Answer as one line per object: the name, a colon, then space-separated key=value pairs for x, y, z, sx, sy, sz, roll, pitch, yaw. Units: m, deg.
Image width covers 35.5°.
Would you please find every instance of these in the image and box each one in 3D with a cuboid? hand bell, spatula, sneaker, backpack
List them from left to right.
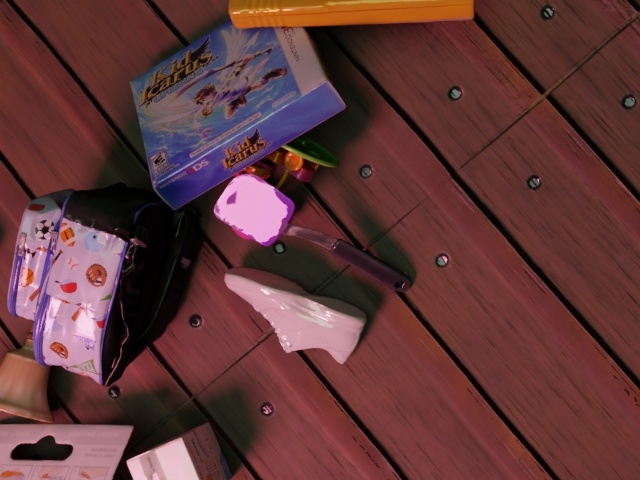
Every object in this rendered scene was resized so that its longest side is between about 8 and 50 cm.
hand bell: x=-0.419 y=0.135 z=1.483 sx=0.126 sy=0.126 sz=0.242 roll=14 pitch=79 yaw=11
backpack: x=-0.307 y=0.056 z=1.374 sx=0.213 sy=0.276 sz=0.263 roll=11 pitch=99 yaw=10
sneaker: x=-0.047 y=0.110 z=1.414 sx=0.212 sy=0.080 sz=0.094 roll=23 pitch=105 yaw=9
spatula: x=0.000 y=0.000 z=1.370 sx=0.296 sy=0.030 sz=0.084 roll=26 pitch=115 yaw=-18

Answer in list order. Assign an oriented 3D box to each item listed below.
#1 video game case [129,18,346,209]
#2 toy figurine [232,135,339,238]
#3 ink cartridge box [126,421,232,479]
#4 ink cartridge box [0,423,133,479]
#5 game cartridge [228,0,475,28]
video game case: x=-0.123 y=-0.200 z=1.365 sx=0.269 sy=0.061 sz=0.244 roll=-30 pitch=44 yaw=9
toy figurine: x=-0.082 y=-0.080 z=1.408 sx=0.173 sy=0.130 sz=0.159 roll=34 pitch=106 yaw=24
ink cartridge box: x=-0.198 y=0.324 z=1.401 sx=0.090 sy=0.143 sz=0.092 roll=-25 pitch=85 yaw=10
ink cartridge box: x=-0.416 y=0.446 z=1.388 sx=0.308 sy=0.091 sz=0.385 roll=-6 pitch=52 yaw=28
game cartridge: x=0.049 y=-0.417 z=1.352 sx=0.324 sy=0.052 sz=0.285 roll=0 pitch=64 yaw=9
